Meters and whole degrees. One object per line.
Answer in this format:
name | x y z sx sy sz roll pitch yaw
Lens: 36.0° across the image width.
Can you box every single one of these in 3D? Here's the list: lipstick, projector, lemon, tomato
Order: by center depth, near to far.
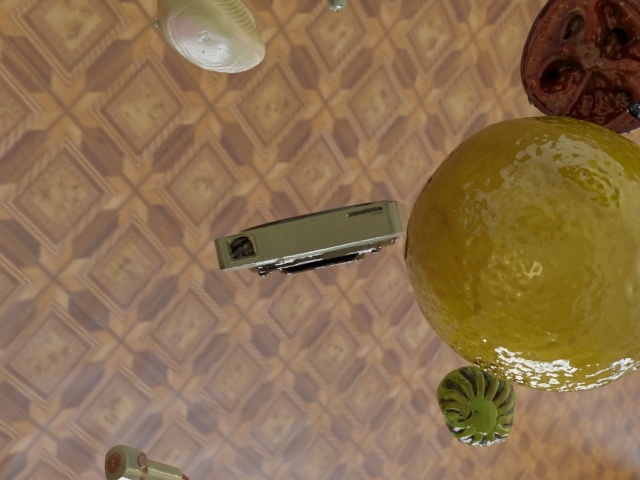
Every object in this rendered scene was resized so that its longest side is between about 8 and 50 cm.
lemon | 0.222 0.011 0.970 0.293 0.293 0.293 -23 124 -38
tomato | 0.387 -0.252 1.347 0.101 0.228 0.227 -13 121 -73
projector | 0.000 0.000 1.435 0.259 0.257 0.079 -11 89 -82
lipstick | -0.293 0.412 1.744 0.057 0.063 0.186 -30 143 25

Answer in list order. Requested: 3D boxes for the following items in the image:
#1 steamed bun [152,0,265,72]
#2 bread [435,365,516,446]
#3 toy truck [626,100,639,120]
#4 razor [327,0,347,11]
steamed bun | -0.228 -0.422 1.932 0.153 0.169 0.239 -31 140 17
bread | 0.255 0.272 1.603 0.130 0.071 0.139 -4 104 2
toy truck | 0.433 -0.152 1.219 0.056 0.073 0.090 -43 94 -1
razor | 0.024 -0.327 1.006 0.037 0.068 0.191 17 77 -29
